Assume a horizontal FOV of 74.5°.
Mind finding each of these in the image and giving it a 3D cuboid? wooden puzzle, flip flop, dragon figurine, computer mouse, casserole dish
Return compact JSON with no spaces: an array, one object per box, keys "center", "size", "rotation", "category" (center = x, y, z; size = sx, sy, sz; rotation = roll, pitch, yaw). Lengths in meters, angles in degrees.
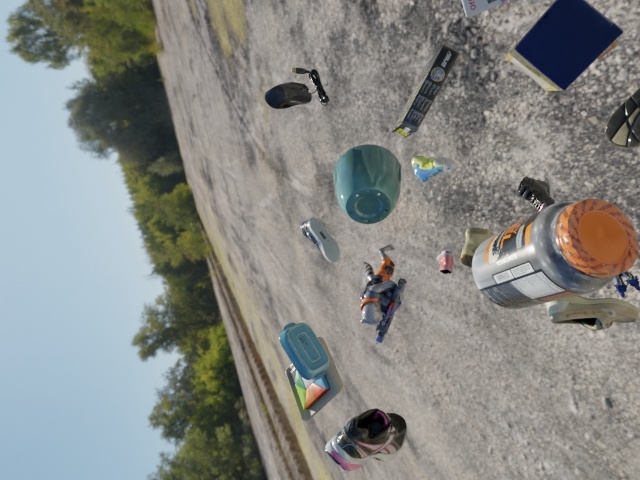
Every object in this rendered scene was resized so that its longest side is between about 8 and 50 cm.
[{"center":[-0.035,0.509,1.549],"size":[0.238,0.044,0.220],"rotation":[-50,47,28],"category":"wooden puzzle"},{"center":[0.699,-0.292,0.820],"size":[0.112,0.080,0.277],"rotation":[63,141,27],"category":"flip flop"},{"center":[1.038,0.055,1.485],"size":[0.144,0.085,0.288],"rotation":[17,-121,-67],"category":"dragon figurine"},{"center":[-0.099,-0.610,1.645],"size":[0.060,0.262,0.183],"rotation":[128,127,-64],"category":"computer mouse"},{"center":[-0.043,0.322,1.250],"size":[0.188,0.114,0.037],"rotation":[55,138,17],"category":"casserole dish"}]

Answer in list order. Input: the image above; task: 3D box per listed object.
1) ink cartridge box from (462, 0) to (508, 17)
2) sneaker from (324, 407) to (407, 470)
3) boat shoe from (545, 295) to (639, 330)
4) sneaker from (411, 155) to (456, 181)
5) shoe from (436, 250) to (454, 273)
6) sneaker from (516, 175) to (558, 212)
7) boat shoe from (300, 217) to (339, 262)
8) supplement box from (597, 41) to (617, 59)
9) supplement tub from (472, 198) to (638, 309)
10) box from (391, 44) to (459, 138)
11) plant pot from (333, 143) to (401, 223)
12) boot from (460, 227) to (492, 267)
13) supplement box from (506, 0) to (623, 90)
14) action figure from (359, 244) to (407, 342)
[{"center":[0.423,-0.645,0.971],"size":[0.154,0.213,0.093],"rotation":[48,-137,-44],"category":"ink cartridge box"},{"center":[0.092,0.301,0.662],"size":[0.072,0.178,0.077],"rotation":[41,110,32],"category":"sneaker"},{"center":[0.858,0.238,1.323],"size":[0.109,0.303,0.098],"rotation":[113,164,-59],"category":"boat shoe"},{"center":[0.568,-0.352,2.107],"size":[0.240,0.091,0.126],"rotation":[22,127,44],"category":"sneaker"},{"center":[0.507,0.100,1.715],"size":[0.178,0.064,0.081],"rotation":[60,-140,-72],"category":"shoe"},{"center":[0.927,-0.173,1.820],"size":[0.295,0.147,0.104],"rotation":[-68,-6,-47],"category":"sneaker"},{"center":[0.000,0.000,1.530],"size":[0.183,0.065,0.083],"rotation":[60,153,-12],"category":"boat shoe"},{"center":[0.948,-0.759,1.504],"size":[0.078,0.233,0.080],"rotation":[-43,13,36],"category":"supplement box"},{"center":[0.497,0.037,0.926],"size":[0.316,0.194,0.193],"rotation":[124,130,-69],"category":"supplement tub"},{"center":[0.339,-0.481,1.397],"size":[0.269,0.060,0.216],"rotation":[-62,3,6],"category":"box"},{"center":[0.194,-0.209,1.729],"size":[0.235,0.294,0.292],"rotation":[-84,-3,-48],"category":"plant pot"},{"center":[0.755,0.053,1.847],"size":[0.095,0.262,0.203],"rotation":[97,-166,-48],"category":"boot"},{"center":[0.732,-0.605,1.306],"size":[0.194,0.356,0.195],"rotation":[41,117,2],"category":"supplement box"},{"center":[0.211,0.219,1.596],"size":[0.330,0.179,0.340],"rotation":[-61,-14,-57],"category":"action figure"}]
